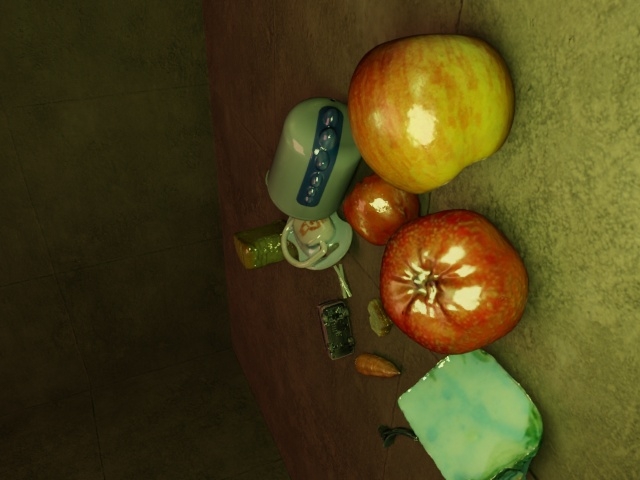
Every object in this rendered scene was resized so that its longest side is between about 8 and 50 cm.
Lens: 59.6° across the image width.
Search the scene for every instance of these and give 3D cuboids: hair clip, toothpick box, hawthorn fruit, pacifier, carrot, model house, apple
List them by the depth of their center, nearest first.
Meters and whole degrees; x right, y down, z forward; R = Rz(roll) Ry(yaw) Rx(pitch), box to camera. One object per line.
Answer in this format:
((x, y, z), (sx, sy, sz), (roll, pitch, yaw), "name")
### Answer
((0.188, -0.216, 0.980), (0.301, 0.302, 0.301), (166, 90, -69), "apple")
((0.247, 0.074, 1.051), (0.300, 0.275, 0.275), (6, -113, -74), "hawthorn fruit")
((0.347, 0.396, 1.154), (0.241, 0.226, 0.261), (45, -173, -40), "model house")
((0.156, -0.063, 1.330), (0.200, 0.179, 0.179), (61, 157, 5), "hawthorn fruit")
((-0.008, -0.226, 1.534), (0.354, 0.263, 0.263), (115, 137, -57), "toothpick box")
((0.182, 0.386, 1.681), (0.205, 0.072, 0.072), (-4, 99, 65), "carrot")
((0.237, 0.593, 1.703), (0.229, 0.039, 0.070), (130, 125, -63), "hair clip")
((0.000, 0.000, 1.803), (0.207, 0.227, 0.279), (39, -165, -49), "pacifier")
((0.070, 0.136, 1.853), (0.039, 0.030, 0.115), (150, 106, -70), "hair clip")

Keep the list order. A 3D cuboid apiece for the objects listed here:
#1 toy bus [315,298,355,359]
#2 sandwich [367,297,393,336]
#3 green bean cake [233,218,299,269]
((0.049, 0.299, 1.923), (0.108, 0.096, 0.198), (-150, 47, -68), "toy bus")
((0.171, 0.227, 1.646), (0.093, 0.036, 0.104), (107, 144, -55), "sandwich")
((-0.210, 0.023, 2.217), (0.233, 0.236, 0.124), (-141, 39, -61), "green bean cake")
